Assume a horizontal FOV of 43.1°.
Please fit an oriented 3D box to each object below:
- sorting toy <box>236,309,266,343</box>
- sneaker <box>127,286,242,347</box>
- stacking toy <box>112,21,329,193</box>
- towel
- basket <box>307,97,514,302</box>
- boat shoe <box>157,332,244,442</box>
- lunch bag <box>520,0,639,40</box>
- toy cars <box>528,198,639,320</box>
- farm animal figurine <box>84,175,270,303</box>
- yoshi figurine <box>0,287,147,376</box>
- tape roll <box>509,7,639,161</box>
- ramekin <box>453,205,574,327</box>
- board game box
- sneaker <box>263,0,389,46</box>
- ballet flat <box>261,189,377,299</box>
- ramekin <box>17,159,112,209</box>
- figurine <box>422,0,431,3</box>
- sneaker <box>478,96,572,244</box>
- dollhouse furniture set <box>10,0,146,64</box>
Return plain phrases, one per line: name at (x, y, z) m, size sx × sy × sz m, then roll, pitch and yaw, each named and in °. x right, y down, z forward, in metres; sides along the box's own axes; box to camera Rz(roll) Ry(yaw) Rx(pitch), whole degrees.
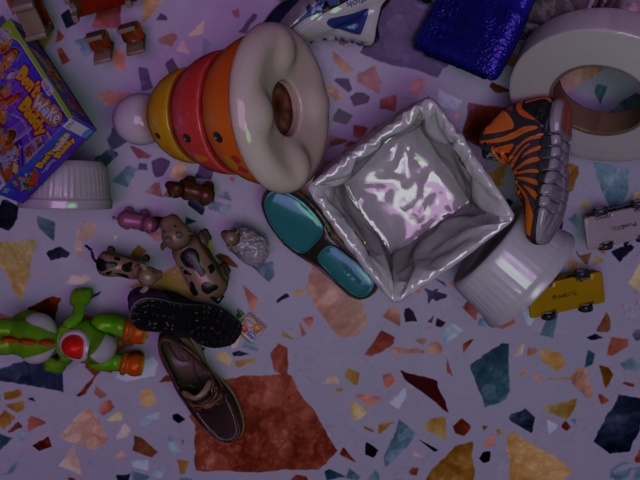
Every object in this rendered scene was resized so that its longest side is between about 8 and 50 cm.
sorting toy at (-0.183, 0.209, 1.996) m, size 0.083 × 0.012 × 0.062 m, roll 41°, pitch 100°, yaw -9°
sneaker at (-0.323, 0.168, 1.945) m, size 0.283 × 0.124 × 0.107 m, roll 20°, pitch 104°, yaw -27°
stacking toy at (-0.251, -0.267, 1.758) m, size 0.480 × 0.351 × 0.350 m, roll -1°, pitch 105°, yaw 29°
towel at (0.348, -0.521, 1.746) m, size 0.228 × 0.076 × 0.308 m, roll 31°, pitch 103°, yaw 32°
basket at (0.192, -0.104, 1.797) m, size 0.331 × 0.266 × 0.328 m, roll -36°, pitch 100°, yaw 8°
boat shoe at (-0.298, 0.364, 1.974) m, size 0.123 × 0.123 × 0.342 m, roll -24°, pitch 102°, yaw 5°
lunch bag at (0.594, -0.539, 1.738) m, size 0.256 × 0.212 × 0.305 m, roll 22°, pitch 102°, yaw 12°
toy cars at (0.638, 0.039, 1.926) m, size 0.176 × 0.087 × 0.393 m, roll 37°, pitch 97°, yaw -13°
farm animal figurine at (-0.332, 0.026, 1.872) m, size 0.327 × 0.172 × 0.330 m, roll 44°, pitch 99°, yaw -9°
yoshi figurine at (-0.604, 0.230, 1.948) m, size 0.362 × 0.203 × 0.203 m, roll 7°, pitch 144°, yaw -16°
tape roll at (0.595, -0.318, 1.713) m, size 0.392 × 0.392 × 0.072 m, roll 27°, pitch 61°, yaw -6°
ramekin at (0.428, 0.051, 1.835) m, size 0.135 × 0.277 × 0.277 m, roll 41°, pitch 100°, yaw 0°
board game box at (-0.659, -0.284, 1.753) m, size 0.233 × 0.078 × 0.347 m, roll -43°, pitch 62°, yaw 9°
sneaker at (0.031, -0.476, 1.771) m, size 0.316 × 0.127 × 0.182 m, roll -30°, pitch 131°, yaw 25°
ballet flat at (0.000, 0.000, 1.899) m, size 0.348 × 0.123 × 0.123 m, roll 43°, pitch 99°, yaw -6°
ramekin at (-0.575, -0.127, 1.827) m, size 0.207 × 0.207 × 0.109 m, roll 2°, pitch 94°, yaw -1°
figurine at (0.194, -0.657, 1.771) m, size 0.209 × 0.092 × 0.214 m, roll 23°, pitch 101°, yaw -13°
sneaker at (0.434, -0.148, 1.743) m, size 0.180 × 0.125 × 0.321 m, roll 3°, pitch 77°, yaw 34°
dollhouse furniture set at (-0.528, -0.526, 1.759) m, size 0.259 × 0.135 × 0.262 m, roll -14°, pitch 127°, yaw 2°
